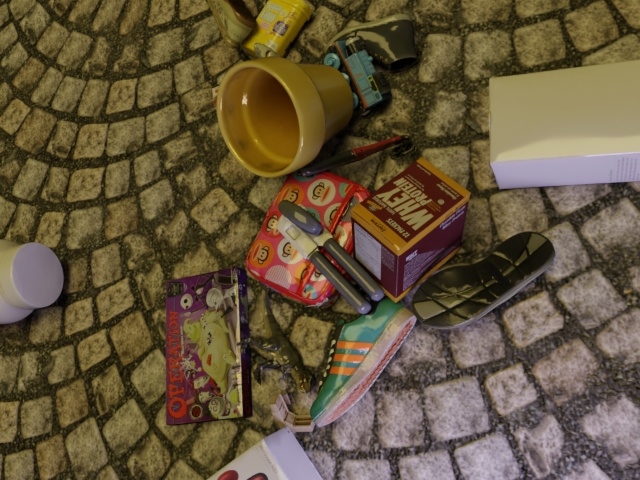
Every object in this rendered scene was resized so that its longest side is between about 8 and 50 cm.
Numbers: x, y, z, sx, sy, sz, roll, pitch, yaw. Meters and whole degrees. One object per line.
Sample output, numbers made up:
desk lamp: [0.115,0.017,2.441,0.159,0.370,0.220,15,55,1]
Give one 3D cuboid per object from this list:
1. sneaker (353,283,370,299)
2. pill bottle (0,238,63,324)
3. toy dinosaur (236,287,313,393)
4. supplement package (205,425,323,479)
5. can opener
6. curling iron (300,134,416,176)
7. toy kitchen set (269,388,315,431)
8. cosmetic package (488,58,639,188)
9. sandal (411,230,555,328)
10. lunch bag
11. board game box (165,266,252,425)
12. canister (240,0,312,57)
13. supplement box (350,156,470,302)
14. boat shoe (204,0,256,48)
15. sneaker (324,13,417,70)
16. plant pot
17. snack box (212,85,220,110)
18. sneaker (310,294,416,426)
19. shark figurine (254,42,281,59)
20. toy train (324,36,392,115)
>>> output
sneaker: [0.104,0.107,1.356,0.098,0.069,0.038,-11,71,21]
pill bottle: [-0.914,0.123,1.715,0.408,0.229,0.228,-11,70,21]
toy dinosaur: [-0.112,0.244,1.417,0.118,0.064,0.268,-30,63,-3]
supplement package: [-0.114,0.517,1.265,0.203,0.149,0.194,-39,75,9]
can opener: [0.009,0.027,1.289,0.076,0.095,0.283,-45,67,2]
curling iron: [0.087,-0.186,1.405,0.274,0.035,0.068,-13,41,-10]
toy kitchen set: [-0.055,0.354,1.356,0.075,0.083,0.068,-8,30,22]
cosmetic package: [0.519,-0.220,1.223,0.366,0.155,0.196,-1,73,25]
sandal: [0.327,0.092,1.260,0.303,0.086,0.120,-27,59,-1]
lunch bag: [0.000,0.000,1.415,0.258,0.120,0.293,24,84,23]
board game box: [-0.267,0.247,1.493,0.208,0.056,0.346,-14,69,24]
canister: [-0.117,-0.551,1.655,0.126,0.073,0.169,34,91,29]
supplement box: [0.175,-0.019,1.258,0.191,0.194,0.129,-37,60,-19]
boat shoe: [-0.254,-0.606,1.693,0.089,0.105,0.285,-54,36,22]
sneaker: [0.117,-0.447,1.513,0.222,0.083,0.118,-15,73,22]
plant pot: [-0.060,-0.292,1.419,0.254,0.239,0.253,22,126,34]
snack box: [-0.202,-0.397,1.674,0.178,0.022,0.064,-15,68,20]
sneaker: [0.064,0.239,1.311,0.121,0.108,0.302,38,87,25]
shark figurine: [-0.112,-0.335,1.591,0.116,0.166,0.278,3,93,51]
toy train: [0.086,-0.386,1.480,0.105,0.080,0.184,-23,95,33]
